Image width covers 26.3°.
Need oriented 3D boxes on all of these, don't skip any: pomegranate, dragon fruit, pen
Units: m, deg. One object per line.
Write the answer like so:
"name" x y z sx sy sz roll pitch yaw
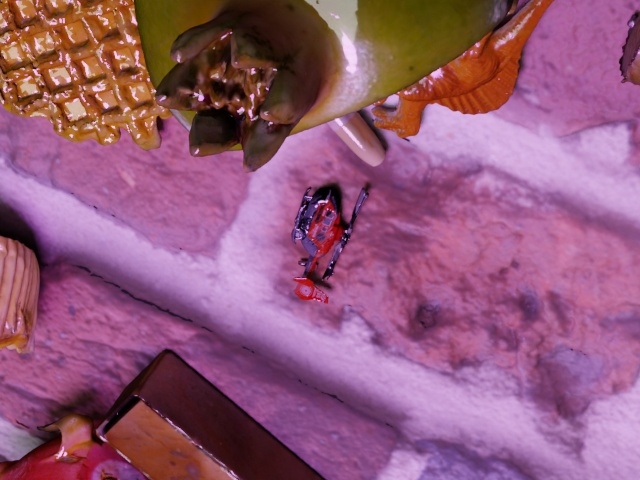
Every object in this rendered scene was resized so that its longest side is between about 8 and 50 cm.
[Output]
"pomegranate" -0.027 -0.202 1.040 0.310 0.358 0.216 -14 110 30
"dragon fruit" -0.281 0.317 1.546 0.227 0.224 0.224 -24 110 32
"pen" -0.022 -0.155 1.260 0.040 0.032 0.233 -41 102 1

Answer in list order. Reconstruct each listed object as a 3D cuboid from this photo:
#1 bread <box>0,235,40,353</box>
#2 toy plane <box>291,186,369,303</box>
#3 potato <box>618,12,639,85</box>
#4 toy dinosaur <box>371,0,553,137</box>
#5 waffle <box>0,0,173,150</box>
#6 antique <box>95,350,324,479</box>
"bread" -0.425 0.066 1.452 0.250 0.133 0.179 0 159 11
"toy plane" 0.000 0.000 1.348 0.060 0.037 0.145 17 121 -3
"potato" 0.305 -0.191 1.088 0.089 0.100 0.172 18 121 3
"toy dinosaur" 0.132 -0.151 1.198 0.212 0.057 0.142 0 131 21
"waffle" -0.215 -0.198 1.291 0.238 0.058 0.243 30 123 0
"antique" -0.093 0.262 1.510 0.310 0.087 0.093 40 127 -7
